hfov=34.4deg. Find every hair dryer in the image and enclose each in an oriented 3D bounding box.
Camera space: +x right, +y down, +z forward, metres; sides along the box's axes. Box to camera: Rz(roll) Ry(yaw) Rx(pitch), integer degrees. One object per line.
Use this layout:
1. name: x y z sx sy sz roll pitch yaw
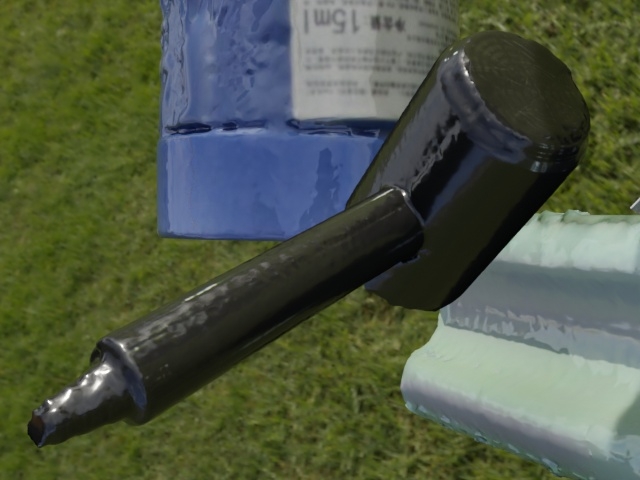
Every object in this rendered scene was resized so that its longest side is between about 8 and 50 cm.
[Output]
1. hair dryer: -0.001 0.001 0.384 0.070 0.248 0.114 50 138 16

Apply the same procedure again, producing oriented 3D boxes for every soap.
1. soap: 0.255 0.082 0.553 0.446 0.262 0.156 2 77 69

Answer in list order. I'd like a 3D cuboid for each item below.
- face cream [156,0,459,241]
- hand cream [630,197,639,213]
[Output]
1. face cream: -0.008 -0.109 0.845 0.249 0.249 0.225 1 89 43
2. hand cream: 0.430 -0.009 1.148 0.038 0.216 0.052 14 76 61
